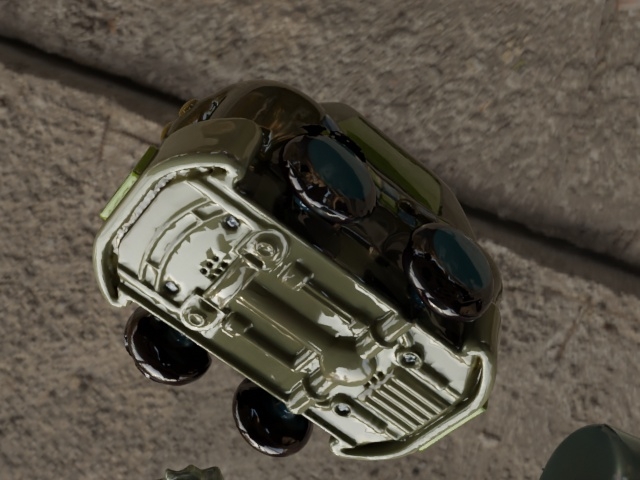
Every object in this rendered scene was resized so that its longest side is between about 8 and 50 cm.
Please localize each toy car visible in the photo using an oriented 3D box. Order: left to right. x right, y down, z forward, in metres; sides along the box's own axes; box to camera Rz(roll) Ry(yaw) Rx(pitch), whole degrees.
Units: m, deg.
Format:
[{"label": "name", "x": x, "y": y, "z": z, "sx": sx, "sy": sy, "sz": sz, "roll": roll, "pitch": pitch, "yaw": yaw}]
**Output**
[{"label": "toy car", "x": 0.000, "y": 0.000, "z": 0.589, "sx": 0.248, "sy": 0.198, "sz": 0.204, "roll": 36, "pitch": 128, "yaw": -13}]

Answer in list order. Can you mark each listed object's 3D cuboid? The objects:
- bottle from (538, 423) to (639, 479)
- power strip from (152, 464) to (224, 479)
[{"label": "bottle", "x": 0.249, "y": 0.183, "z": 0.479, "sx": 0.286, "sy": 0.082, "sz": 0.082, "roll": 25, "pitch": 118, "yaw": -11}, {"label": "power strip", "x": -0.080, "y": 0.177, "z": 0.525, "sx": 0.075, "sy": 0.042, "sz": 0.175, "roll": -14, "pitch": 150, "yaw": -4}]
